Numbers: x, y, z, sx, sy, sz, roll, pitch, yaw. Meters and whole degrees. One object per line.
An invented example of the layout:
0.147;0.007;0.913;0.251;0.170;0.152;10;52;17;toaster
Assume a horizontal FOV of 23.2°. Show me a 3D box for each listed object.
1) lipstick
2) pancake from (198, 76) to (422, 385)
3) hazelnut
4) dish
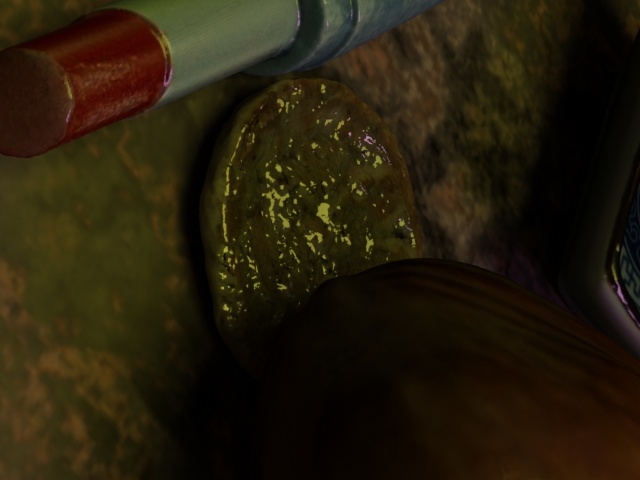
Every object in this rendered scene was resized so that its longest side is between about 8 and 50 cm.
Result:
-0.023;-0.089;0.594;0.274;0.068;0.061;-32;107;-49;lipstick
0.000;0.000;0.636;0.139;0.022;0.139;9;78;-51;pancake
0.055;0.112;0.572;0.210;0.210;0.186;-10;127;-49;hazelnut
0.188;-0.021;0.812;0.182;0.080;0.243;44;54;-33;dish
